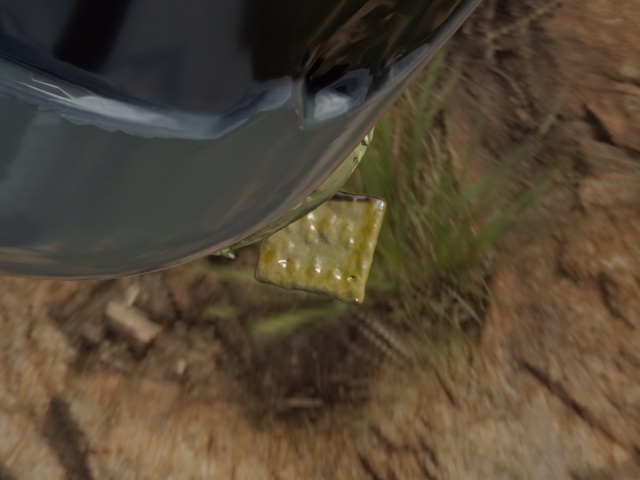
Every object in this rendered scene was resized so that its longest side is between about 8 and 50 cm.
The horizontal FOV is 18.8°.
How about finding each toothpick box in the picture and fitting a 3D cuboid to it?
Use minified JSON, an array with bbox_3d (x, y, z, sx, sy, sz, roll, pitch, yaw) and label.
[{"bbox_3d":[-0.035,-0.135,0.394,0.229,0.229,0.316,36,130,-5],"label":"toothpick box"}]

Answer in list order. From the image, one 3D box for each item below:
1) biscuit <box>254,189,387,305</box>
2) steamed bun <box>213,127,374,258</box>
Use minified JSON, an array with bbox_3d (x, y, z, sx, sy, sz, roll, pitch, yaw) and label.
[{"bbox_3d":[0.000,0.000,1.396,0.083,0.018,0.081,12,86,7],"label":"biscuit"},{"bbox_3d":[-0.053,-0.108,1.245,0.166,0.273,0.232,-3,71,-31],"label":"steamed bun"}]
